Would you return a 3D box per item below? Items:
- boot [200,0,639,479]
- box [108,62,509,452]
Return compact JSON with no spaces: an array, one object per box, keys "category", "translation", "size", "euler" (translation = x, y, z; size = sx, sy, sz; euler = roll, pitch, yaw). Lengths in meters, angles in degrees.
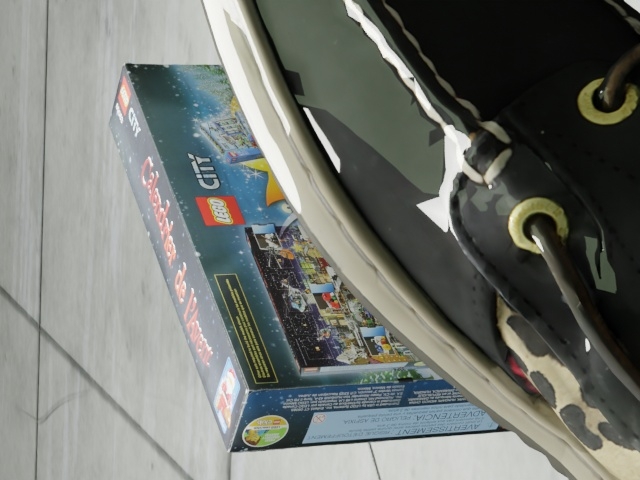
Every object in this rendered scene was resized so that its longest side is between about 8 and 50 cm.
[{"category":"boot","translation":[0.147,-0.026,0.484],"size":[0.377,0.138,0.284],"euler":[56,139,7]},{"category":"box","translation":[0.000,0.000,0.973],"size":[0.233,0.159,0.044],"euler":[-114,31,-42]}]
